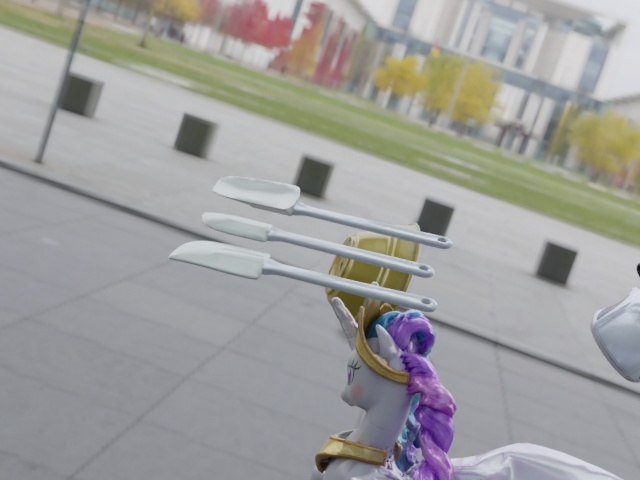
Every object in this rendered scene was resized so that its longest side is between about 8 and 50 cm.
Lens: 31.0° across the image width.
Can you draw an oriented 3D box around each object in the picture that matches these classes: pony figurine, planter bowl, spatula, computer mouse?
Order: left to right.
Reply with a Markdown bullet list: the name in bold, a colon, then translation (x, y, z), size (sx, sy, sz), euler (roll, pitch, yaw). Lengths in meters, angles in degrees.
- **spatula**: translation (0.000, 0.000, 1.076), size (0.242, 0.019, 0.168), euler (12, 28, 8)
- **planter bowl**: translation (0.066, 0.055, 1.794), size (0.090, 0.217, 0.217), euler (23, 7, -11)
- **pony figurine**: translation (0.084, 0.262, 1.065), size (0.303, 0.363, 0.351), euler (2, 23, -48)
- **computer mouse**: translation (0.281, 0.068, 0.948), size (0.106, 0.042, 0.193), euler (56, 31, 11)
